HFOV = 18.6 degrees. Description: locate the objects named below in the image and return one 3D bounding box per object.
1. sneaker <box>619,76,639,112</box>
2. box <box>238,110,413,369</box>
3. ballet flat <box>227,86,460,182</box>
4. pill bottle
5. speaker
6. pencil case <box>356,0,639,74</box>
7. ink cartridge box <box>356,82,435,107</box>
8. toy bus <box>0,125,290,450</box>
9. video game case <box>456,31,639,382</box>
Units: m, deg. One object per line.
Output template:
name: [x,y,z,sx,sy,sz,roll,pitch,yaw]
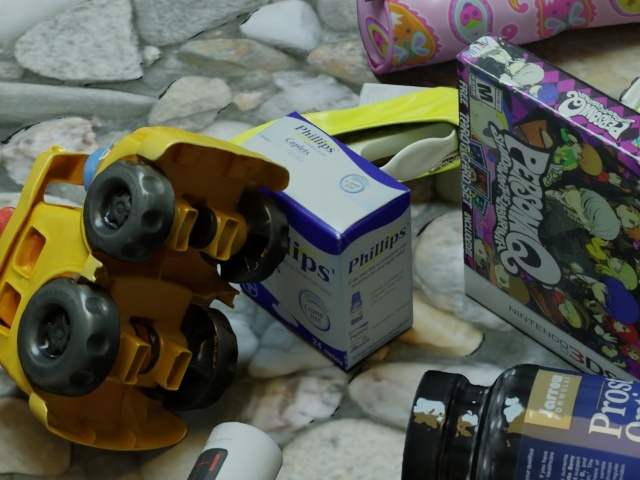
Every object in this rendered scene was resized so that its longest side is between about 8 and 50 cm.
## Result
sneaker: [0.250,-0.052,1.503,0.094,0.081,0.208,30,58,22]
box: [0.000,0.000,1.409,0.072,0.137,0.126,-32,50,-28]
ballet flat: [0.017,-0.061,1.503,0.231,0.077,0.077,-16,33,-4]
pill bottle: [0.168,0.146,1.250,0.219,0.122,0.123,9,44,12]
speaker: [-0.071,0.184,1.276,0.055,0.055,0.136,12,45,16]
pencil case: [0.164,-0.221,1.652,0.284,0.124,0.124,-11,43,-9]
ink cartridge box: [0.086,-0.095,1.588,0.115,0.029,0.063,6,43,9]
toy bus: [-0.152,0.005,1.355,0.149,0.220,0.211,14,14,-48]
video game case: [0.182,-0.003,1.332,0.042,0.232,0.210,-36,52,-27]
